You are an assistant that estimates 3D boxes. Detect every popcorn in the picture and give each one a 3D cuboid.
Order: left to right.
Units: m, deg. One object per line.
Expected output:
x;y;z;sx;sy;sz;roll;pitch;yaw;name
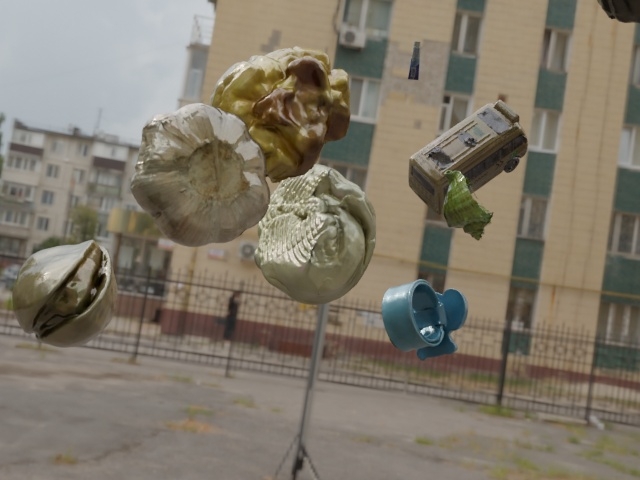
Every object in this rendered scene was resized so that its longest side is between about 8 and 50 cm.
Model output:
-0.073;-0.233;1.507;0.225;0.265;0.332;47;-4;-5;popcorn

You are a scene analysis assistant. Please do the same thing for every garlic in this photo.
-0.198;-0.090;1.259;0.219;0.218;0.212;11;-15;-28;garlic

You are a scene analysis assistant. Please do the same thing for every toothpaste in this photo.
0.208;-0.396;1.834;0.024;0.083;0.015;4;13;-1;toothpaste

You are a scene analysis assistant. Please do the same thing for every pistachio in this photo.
-0.307;0.063;1.017;0.136;0.135;0.226;10;2;-16;pistachio

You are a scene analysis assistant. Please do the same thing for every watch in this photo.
0.246;0.200;2.092;0.211;0.210;0.193;5;-4;40;watch

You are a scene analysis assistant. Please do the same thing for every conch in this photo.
0.226;-0.053;1.275;0.074;0.121;0.089;-29;15;-30;conch

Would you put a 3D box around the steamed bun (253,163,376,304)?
0.000;0.000;1.791;0.275;0.320;0.206;-15;-42;40;steamed bun

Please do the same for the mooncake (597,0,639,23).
0.637;-0.542;1.625;0.228;0.228;0.124;5;-29;43;mooncake

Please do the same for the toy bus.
0.353;-0.204;1.985;0.139;0.290;0.157;50;-12;29;toy bus
